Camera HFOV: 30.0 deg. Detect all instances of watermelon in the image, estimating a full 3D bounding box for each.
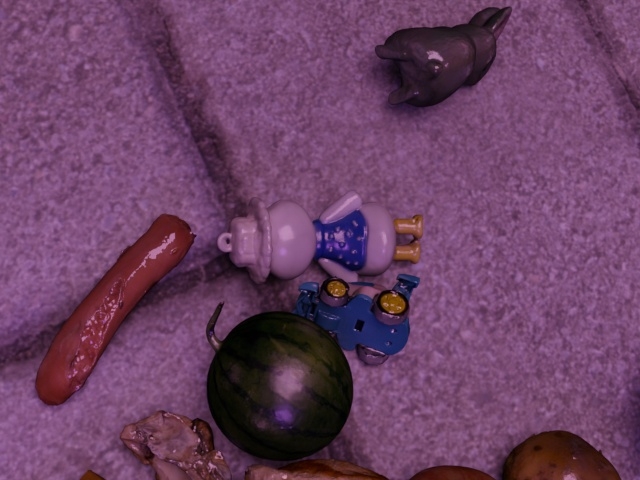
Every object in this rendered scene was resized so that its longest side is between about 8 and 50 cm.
[{"bbox_3d":[-0.063,0.181,1.527,0.214,0.188,0.188,28,69,-5],"label":"watermelon"}]

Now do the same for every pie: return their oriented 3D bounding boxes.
[{"bbox_3d":[0.001,0.318,1.500,0.205,0.179,0.084,1,68,3],"label":"pie"}]

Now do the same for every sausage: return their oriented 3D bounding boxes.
[{"bbox_3d":[-0.273,0.085,1.571,0.078,0.078,0.304,37,69,1],"label":"sausage"}]

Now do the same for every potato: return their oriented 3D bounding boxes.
[{"bbox_3d":[0.334,0.327,1.604,0.176,0.137,0.137,17,70,-9],"label":"potato"}]

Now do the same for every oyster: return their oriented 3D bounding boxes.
[{"bbox_3d":[-0.150,0.309,1.501,0.107,0.161,0.233,-28,71,-39],"label":"oyster"}]

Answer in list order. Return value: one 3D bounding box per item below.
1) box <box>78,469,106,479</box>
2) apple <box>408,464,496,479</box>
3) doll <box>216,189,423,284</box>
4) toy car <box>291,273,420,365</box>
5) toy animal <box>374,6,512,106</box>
[{"bbox_3d":[-0.197,0.471,1.331,0.415,0.116,0.264,25,62,35],"label":"box"},{"bbox_3d":[0.174,0.361,1.554,0.146,0.131,0.146,4,76,-16],"label":"apple"},{"bbox_3d":[0.000,0.000,1.642,0.293,0.119,0.138,-2,106,-18],"label":"doll"},{"bbox_3d":[0.050,0.088,1.630,0.161,0.126,0.098,20,48,5],"label":"toy car"},{"bbox_3d":[0.206,-0.277,1.775,0.251,0.125,0.127,-27,53,-35],"label":"toy animal"}]
